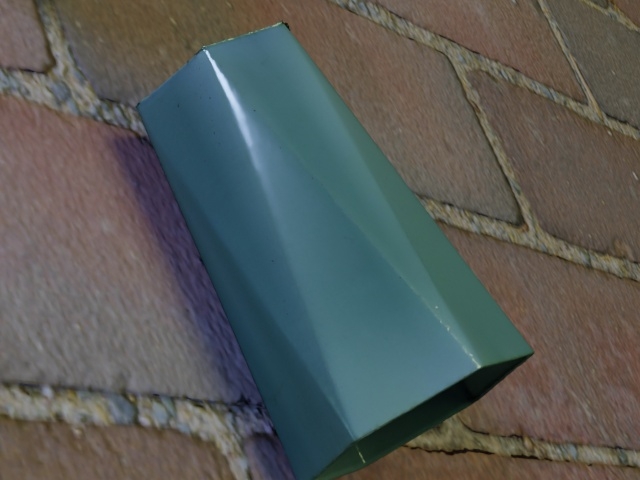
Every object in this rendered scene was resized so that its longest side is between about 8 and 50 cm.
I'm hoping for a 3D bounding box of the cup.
[{"bbox_3d":[0.000,0.000,0.966,0.235,0.148,0.134,61,-6,12],"label":"cup"}]
